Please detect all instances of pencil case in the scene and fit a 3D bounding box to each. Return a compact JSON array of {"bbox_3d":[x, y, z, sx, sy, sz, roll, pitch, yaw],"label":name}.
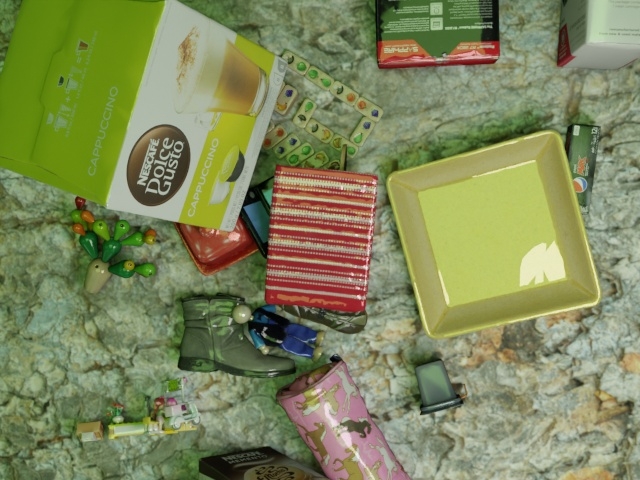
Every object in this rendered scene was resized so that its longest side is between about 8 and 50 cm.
[{"bbox_3d":[0.071,0.417,1.518,0.160,0.167,0.386,-32,89,42],"label":"pencil case"}]

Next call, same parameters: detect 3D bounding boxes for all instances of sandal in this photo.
[{"bbox_3d":[-0.008,0.115,1.577,0.219,0.060,0.090,24,101,-10],"label":"sandal"},{"bbox_3d":[0.006,-0.069,1.548,0.079,0.088,0.240,4,100,6],"label":"sandal"}]

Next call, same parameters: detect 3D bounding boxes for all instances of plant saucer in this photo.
[{"bbox_3d":[0.325,-0.008,1.506,0.333,0.081,0.332,-14,91,14],"label":"plant saucer"}]

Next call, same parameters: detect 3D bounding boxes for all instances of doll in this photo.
[{"bbox_3d":[-0.086,0.173,1.560,0.189,0.129,0.046,23,135,-13],"label":"doll"}]

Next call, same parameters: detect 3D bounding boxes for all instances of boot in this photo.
[{"bbox_3d":[-0.166,0.188,1.585,0.247,0.083,0.161,5,85,2],"label":"boot"}]

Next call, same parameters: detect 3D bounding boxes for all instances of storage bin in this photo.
[{"bbox_3d":[0.226,0.277,1.524,0.098,0.135,0.091,-17,81,6],"label":"storage bin"}]

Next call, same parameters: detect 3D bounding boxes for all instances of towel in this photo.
[{"bbox_3d":[0.000,0.000,1.502,0.199,0.031,0.274,5,102,0],"label":"towel"}]

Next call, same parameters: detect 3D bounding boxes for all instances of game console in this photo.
[{"bbox_3d":[-0.085,-0.054,1.563,0.085,0.124,0.144,-30,89,33],"label":"game console"}]

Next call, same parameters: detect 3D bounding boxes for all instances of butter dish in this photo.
[{"bbox_3d":[-0.210,-0.024,1.557,0.160,0.118,0.160,-28,90,7],"label":"butter dish"}]

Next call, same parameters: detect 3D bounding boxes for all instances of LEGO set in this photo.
[{"bbox_3d":[-0.355,0.338,1.598,0.287,0.132,0.107,-14,73,29],"label":"LEGO set"}]

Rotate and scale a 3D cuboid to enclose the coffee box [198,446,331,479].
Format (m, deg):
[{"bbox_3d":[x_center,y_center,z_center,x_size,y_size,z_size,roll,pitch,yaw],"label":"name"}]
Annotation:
[{"bbox_3d":[-0.087,0.488,1.463,0.168,0.297,0.118,-1,95,-37],"label":"coffee box"}]

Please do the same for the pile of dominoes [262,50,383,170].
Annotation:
[{"bbox_3d":[-0.030,-0.242,1.569,0.251,0.040,0.196,33,95,4],"label":"pile of dominoes"}]

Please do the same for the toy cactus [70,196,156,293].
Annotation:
[{"bbox_3d":[-0.429,0.024,1.604,0.219,0.112,0.180,32,114,1],"label":"toy cactus"}]

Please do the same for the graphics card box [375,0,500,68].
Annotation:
[{"bbox_3d":[0.217,-0.517,1.505,0.233,0.094,0.370,-2,93,5],"label":"graphics card box"}]

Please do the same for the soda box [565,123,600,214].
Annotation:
[{"bbox_3d":[0.490,-0.135,1.510,0.053,0.060,0.168,8,93,7],"label":"soda box"}]

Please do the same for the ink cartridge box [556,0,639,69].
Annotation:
[{"bbox_3d":[0.514,-0.475,1.411,0.131,0.226,0.306,2,92,4],"label":"ink cartridge box"}]

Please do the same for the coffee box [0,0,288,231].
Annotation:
[{"bbox_3d":[-0.325,-0.233,1.397,0.338,0.334,0.337,20,94,31],"label":"coffee box"}]
